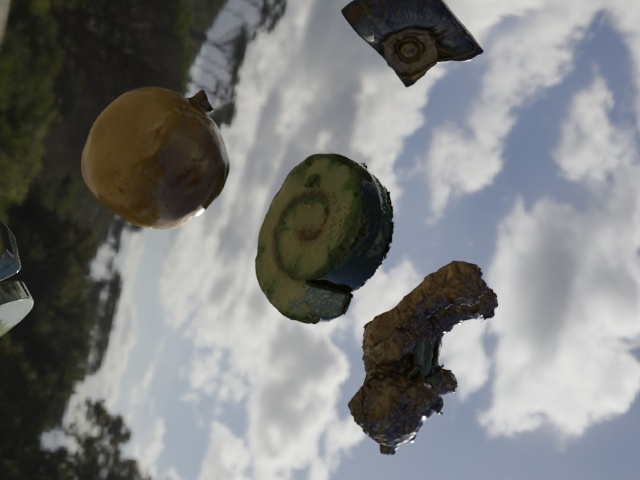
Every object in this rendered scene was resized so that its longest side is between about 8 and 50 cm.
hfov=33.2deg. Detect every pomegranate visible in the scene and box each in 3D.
[{"bbox_3d":[-0.332,-0.161,2.147,0.307,0.307,0.307,-170,-90,-79],"label":"pomegranate"}]

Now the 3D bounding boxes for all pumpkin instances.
[{"bbox_3d":[0.072,-0.171,0.844,0.073,0.101,0.035,-25,-140,24],"label":"pumpkin"}]

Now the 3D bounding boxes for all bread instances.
[{"bbox_3d":[0.000,0.000,2.383,0.366,0.129,0.381,-13,-114,50],"label":"bread"}]

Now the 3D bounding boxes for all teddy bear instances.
[{"bbox_3d":[0.178,0.197,1.799,0.246,0.296,0.222,46,20,-58],"label":"teddy bear"}]

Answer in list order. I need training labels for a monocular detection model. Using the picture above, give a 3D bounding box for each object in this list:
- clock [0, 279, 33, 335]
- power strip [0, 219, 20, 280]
[{"bbox_3d":[-0.465,0.123,1.327,0.029,0.235,0.235,57,-20,6],"label":"clock"},{"bbox_3d":[-0.587,0.067,1.595,0.093,0.288,0.053,62,-1,41],"label":"power strip"}]
